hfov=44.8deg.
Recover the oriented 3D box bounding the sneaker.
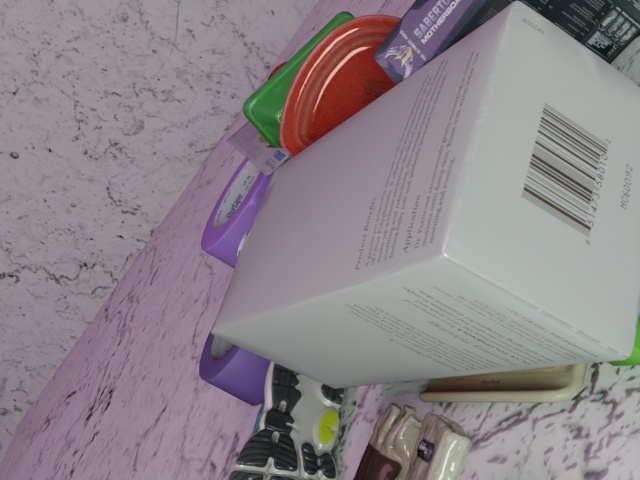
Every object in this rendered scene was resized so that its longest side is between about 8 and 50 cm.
[{"bbox_3d":[-0.035,0.232,0.794,0.110,0.107,0.275,113,178,-46],"label":"sneaker"}]

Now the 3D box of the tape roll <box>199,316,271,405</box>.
[{"bbox_3d":[-0.085,0.126,1.076,0.189,0.080,0.189,-50,19,24],"label":"tape roll"}]

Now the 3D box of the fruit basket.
[{"bbox_3d":[-0.006,-0.245,1.307,0.327,0.165,0.353,-44,17,-2],"label":"fruit basket"}]

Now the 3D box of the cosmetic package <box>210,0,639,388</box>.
[{"bbox_3d":[0.067,-0.003,0.624,0.365,0.155,0.197,-24,42,61],"label":"cosmetic package"}]

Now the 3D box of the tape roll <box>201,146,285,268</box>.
[{"bbox_3d":[-0.117,-0.078,1.475,0.275,0.090,0.275,-50,19,25],"label":"tape roll"}]

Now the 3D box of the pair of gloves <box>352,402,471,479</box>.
[{"bbox_3d":[0.047,0.224,0.577,0.240,0.042,0.204,131,163,-79],"label":"pair of gloves"}]

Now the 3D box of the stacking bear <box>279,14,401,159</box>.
[{"bbox_3d":[0.077,-0.150,0.903,0.289,0.175,0.164,-14,-66,-79],"label":"stacking bear"}]

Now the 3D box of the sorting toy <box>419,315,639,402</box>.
[{"bbox_3d":[0.155,0.041,0.643,0.348,0.047,0.196,-22,39,61],"label":"sorting toy"}]

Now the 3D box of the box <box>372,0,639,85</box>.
[{"bbox_3d":[0.181,-0.185,0.678,0.183,0.233,0.059,-49,56,26],"label":"box"}]
